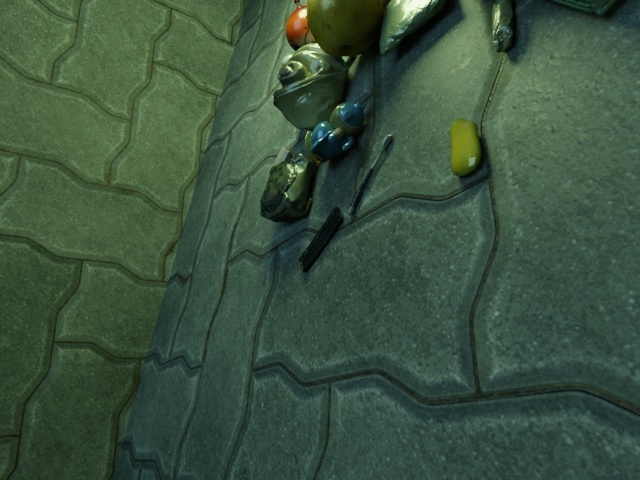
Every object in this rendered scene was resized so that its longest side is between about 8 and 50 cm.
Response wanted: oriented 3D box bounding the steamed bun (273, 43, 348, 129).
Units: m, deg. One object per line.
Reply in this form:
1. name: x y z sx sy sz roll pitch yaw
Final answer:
1. steamed bun: -0.068 -0.636 1.868 0.339 0.247 0.352 34 105 60

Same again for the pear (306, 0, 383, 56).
1. pear: 0.092 -0.848 1.684 0.314 0.314 0.314 -35 44 43

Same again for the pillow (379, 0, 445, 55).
1. pillow: 0.315 -0.788 1.530 0.274 0.076 0.280 -30 42 44

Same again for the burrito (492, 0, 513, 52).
1. burrito: 0.470 -0.567 1.172 0.058 0.045 0.188 -17 55 45

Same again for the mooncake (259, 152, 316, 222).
1. mooncake: -0.139 -0.202 1.817 0.254 0.136 0.250 -21 50 51

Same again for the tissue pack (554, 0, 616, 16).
1. tissue pack: 0.559 -0.686 0.993 0.287 0.162 0.388 -50 35 23

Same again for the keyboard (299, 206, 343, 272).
1. keyboard: 0.000 0.000 1.585 0.250 0.017 0.087 -55 32 20

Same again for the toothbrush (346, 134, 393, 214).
1. toothbrush: 0.155 -0.211 1.467 0.288 0.024 0.026 -63 30 9

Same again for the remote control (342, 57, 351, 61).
1. remote control: 0.101 -0.787 1.910 0.061 0.029 0.162 -55 28 18

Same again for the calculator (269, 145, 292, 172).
1. calculator: -0.182 -0.351 2.078 0.175 0.032 0.100 -61 32 12

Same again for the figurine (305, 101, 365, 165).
1. figurine: 0.047 -0.378 1.622 0.262 0.154 0.180 -40 29 45

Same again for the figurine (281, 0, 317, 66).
1. figurine: -0.071 -0.931 2.107 0.320 0.196 0.323 23 101 66

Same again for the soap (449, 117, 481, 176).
1. soap: 0.364 -0.238 1.144 0.089 0.033 0.168 -23 53 48

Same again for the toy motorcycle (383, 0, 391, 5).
1. toy motorcycle: 0.264 -0.946 1.703 0.254 0.112 0.112 4 75 59
